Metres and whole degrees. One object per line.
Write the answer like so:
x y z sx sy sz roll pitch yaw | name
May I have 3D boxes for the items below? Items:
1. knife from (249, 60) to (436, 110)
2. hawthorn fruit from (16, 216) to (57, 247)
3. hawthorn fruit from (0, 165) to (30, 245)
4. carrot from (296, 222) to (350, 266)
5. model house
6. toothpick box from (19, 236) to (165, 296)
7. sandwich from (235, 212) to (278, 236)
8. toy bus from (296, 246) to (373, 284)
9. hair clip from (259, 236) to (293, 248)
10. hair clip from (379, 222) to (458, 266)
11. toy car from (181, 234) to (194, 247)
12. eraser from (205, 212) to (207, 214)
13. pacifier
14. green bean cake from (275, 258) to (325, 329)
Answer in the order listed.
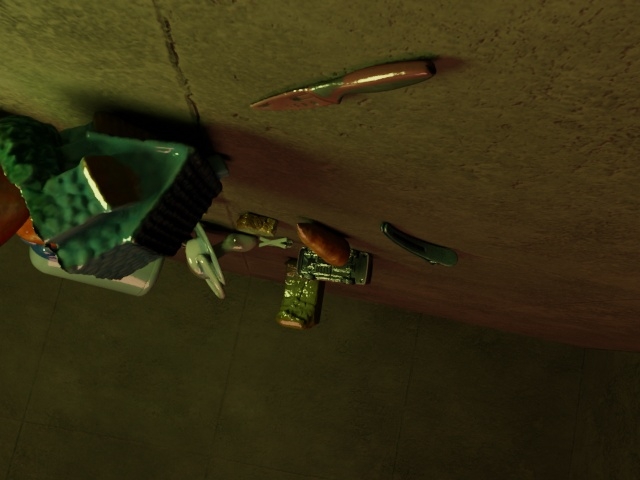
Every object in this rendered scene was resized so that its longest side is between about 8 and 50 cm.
0.010 -0.144 0.537 0.035 0.018 0.247 16 173 -41 | knife
-0.564 -0.074 1.205 0.200 0.179 0.179 -14 156 40 | hawthorn fruit
-0.594 -0.086 0.883 0.275 0.275 0.300 4 -156 40 | hawthorn fruit
0.000 0.000 1.255 0.072 0.072 0.205 6 165 30 | carrot
-0.258 -0.092 0.775 0.241 0.225 0.261 -25 177 -6 | model house
-0.612 0.006 1.498 0.355 0.263 0.263 19 169 -29 | toothpick box
-0.150 -0.035 1.310 0.093 0.035 0.105 15 171 -25 | sandwich
0.041 0.071 1.533 0.199 0.096 0.108 5 174 19 | toy bus
-0.126 0.008 1.553 0.115 0.030 0.039 4 169 40 | hair clip
0.190 0.010 1.153 0.230 0.039 0.070 21 168 -39 | hair clip
-0.443 -0.007 1.776 0.093 0.058 0.186 17 -179 -30 | toy car
-0.295 -0.092 1.129 0.097 0.045 0.122 8 171 23 | eraser
-0.276 0.038 1.601 0.207 0.227 0.279 -27 -178 -16 | pacifier
-0.065 0.196 1.984 0.124 0.236 0.233 7 172 11 | green bean cake
